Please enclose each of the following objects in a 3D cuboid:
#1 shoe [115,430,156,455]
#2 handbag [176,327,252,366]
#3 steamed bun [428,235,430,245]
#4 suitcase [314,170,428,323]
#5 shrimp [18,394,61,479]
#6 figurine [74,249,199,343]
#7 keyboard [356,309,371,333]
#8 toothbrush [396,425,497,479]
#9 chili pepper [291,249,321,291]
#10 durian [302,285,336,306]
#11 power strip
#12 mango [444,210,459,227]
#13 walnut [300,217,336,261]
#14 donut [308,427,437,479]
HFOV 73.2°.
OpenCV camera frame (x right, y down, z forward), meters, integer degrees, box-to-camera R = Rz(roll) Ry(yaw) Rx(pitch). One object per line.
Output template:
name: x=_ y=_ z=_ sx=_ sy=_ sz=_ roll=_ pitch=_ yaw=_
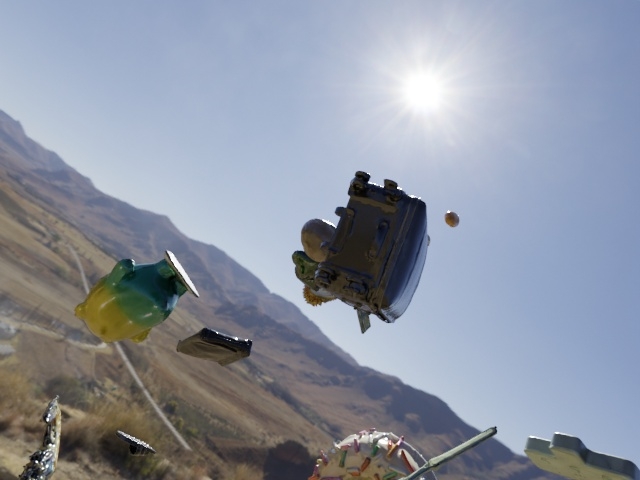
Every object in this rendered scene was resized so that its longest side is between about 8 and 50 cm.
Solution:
shoe: x=-0.696 y=0.765 z=1.598 sx=0.071 sy=0.049 sz=0.179 roll=3 pitch=-37 yaw=46
handbag: x=-0.413 y=0.407 z=1.677 sx=0.223 sy=0.080 sz=0.247 roll=29 pitch=-40 yaw=-27
steamed bun: x=0.411 y=-0.001 z=1.899 sx=0.130 sy=0.112 sz=0.090 roll=11 pitch=30 yaw=-28
suitcase: x=0.142 y=0.038 z=1.025 sx=0.194 sy=0.282 sz=0.434 roll=19 pitch=-10 yaw=18
shrimp: x=-0.773 y=0.567 z=1.200 sx=0.071 sy=0.233 sz=0.365 roll=6 pitch=-8 yaw=-19
figurine: x=-0.598 y=0.195 z=1.407 sx=0.231 sy=0.340 sz=0.323 roll=45 pitch=-16 yaw=45
keyboard: x=0.185 y=0.332 z=1.824 sx=0.014 sy=0.055 sz=0.176 roll=34 pitch=-28 yaw=37
toothbrush: x=0.261 y=0.457 z=0.901 sx=0.026 sy=0.295 sz=0.028 roll=22 pitch=-51 yaw=62
chili pepper: x=-0.054 y=0.129 z=1.799 sx=0.148 sy=0.116 sz=0.264 roll=22 pitch=-15 yaw=8
durian: x=0.006 y=0.233 z=2.133 sx=0.183 sy=0.250 sz=0.137 roll=46 pitch=-45 yaw=33
power strip: x=0.671 y=0.575 z=1.130 sx=0.265 sy=0.059 sz=0.193 roll=-8 pitch=-49 yaw=50
mango: x=0.447 y=-0.072 z=1.466 sx=0.060 sy=0.046 sz=0.089 roll=59 pitch=21 yaw=4
walnut: x=0.001 y=-0.001 z=1.489 sx=0.162 sy=0.140 sz=0.140 roll=40 pitch=-11 yaw=24
donut: x=0.123 y=0.670 z=1.063 sx=0.383 sy=0.382 sz=0.142 roll=25 pitch=-7 yaw=38
